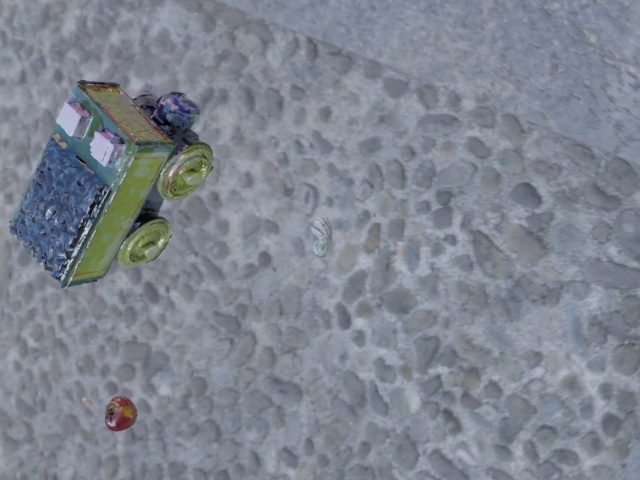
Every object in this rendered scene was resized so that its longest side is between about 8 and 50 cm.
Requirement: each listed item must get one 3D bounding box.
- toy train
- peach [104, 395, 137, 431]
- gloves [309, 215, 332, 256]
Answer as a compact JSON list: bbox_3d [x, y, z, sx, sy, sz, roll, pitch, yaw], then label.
[{"bbox_3d":[-0.243,-0.066,0.991,0.134,0.177,0.261,44,117,21],"label":"toy train"},{"bbox_3d":[-0.423,0.373,1.818,0.050,0.083,0.077,2,70,13],"label":"peach"},{"bbox_3d":[0.002,-0.001,1.434,0.037,0.044,0.081,-3,93,3],"label":"gloves"}]
